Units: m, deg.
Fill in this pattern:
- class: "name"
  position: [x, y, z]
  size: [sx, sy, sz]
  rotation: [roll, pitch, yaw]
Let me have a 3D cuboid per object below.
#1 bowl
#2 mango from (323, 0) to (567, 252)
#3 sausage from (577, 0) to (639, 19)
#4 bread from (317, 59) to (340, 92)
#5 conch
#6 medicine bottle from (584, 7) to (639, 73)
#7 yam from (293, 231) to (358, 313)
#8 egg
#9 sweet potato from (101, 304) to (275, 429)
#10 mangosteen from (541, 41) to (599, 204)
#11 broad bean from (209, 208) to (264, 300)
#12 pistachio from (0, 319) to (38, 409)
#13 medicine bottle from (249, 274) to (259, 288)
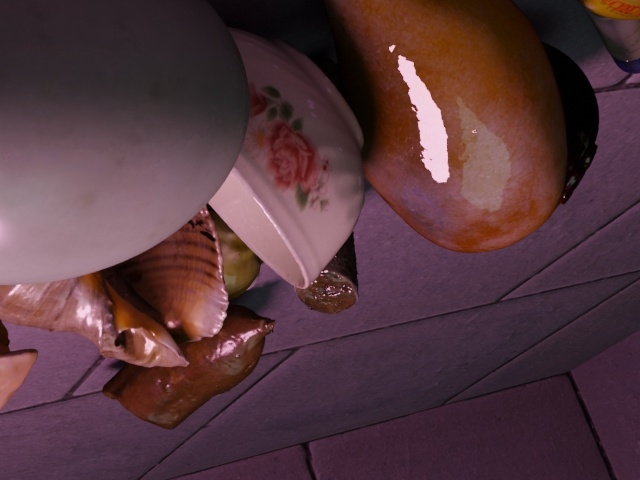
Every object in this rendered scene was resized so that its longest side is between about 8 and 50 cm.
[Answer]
- class: "bowl"
  position: [-0.054, -0.100, 1.353]
  size: [0.145, 0.277, 0.277]
  rotation: [-41, 165, -7]
- class: "mango"
  position: [0.121, -0.144, 1.401]
  size: [0.221, 0.199, 0.384]
  rotation: [-2, 138, 37]
- class: "sausage"
  position: [0.384, -0.297, 1.456]
  size: [0.347, 0.123, 0.123]
  rotation: [-12, 161, -31]
- class: "bread"
  position: [-0.020, -0.123, 1.552]
  size: [0.110, 0.103, 0.156]
  rotation: [-24, 158, -9]
- class: "conch"
  position: [-0.240, 0.002, 1.534]
  size: [0.263, 0.186, 0.324]
  rotation: [-35, 135, 17]
- class: "medicine bottle"
  position: [0.359, -0.255, 1.669]
  size: [0.059, 0.059, 0.231]
  rotation: [-25, 163, 14]
- class: "yam"
  position: [0.000, 0.000, 1.876]
  size: [0.107, 0.183, 0.107]
  rotation: [-7, 152, -3]
- class: "egg"
  position: [-0.226, -0.105, 1.055]
  size: [0.389, 0.276, 0.276]
  rotation: [-2, 155, -44]
- class: "sweet potato"
  position: [-0.204, 0.196, 2.283]
  size: [0.369, 0.158, 0.158]
  rotation: [-38, 158, 26]
- class: "mangosteen"
  position: [0.182, -0.139, 1.641]
  size: [0.289, 0.231, 0.231]
  rotation: [23, 156, -2]
- class: "broad bean"
  position: [-0.202, 0.050, 1.856]
  size: [0.291, 0.119, 0.238]
  rotation: [-25, 172, 22]
- class: "pistachio"
  position: [-0.503, 0.168, 1.744]
  size: [0.299, 0.187, 0.187]
  rotation: [-32, 161, 19]
- class: "medicine bottle"
  position: [-0.122, 0.037, 2.015]
  size: [0.057, 0.057, 0.089]
  rotation: [-22, 163, 2]
